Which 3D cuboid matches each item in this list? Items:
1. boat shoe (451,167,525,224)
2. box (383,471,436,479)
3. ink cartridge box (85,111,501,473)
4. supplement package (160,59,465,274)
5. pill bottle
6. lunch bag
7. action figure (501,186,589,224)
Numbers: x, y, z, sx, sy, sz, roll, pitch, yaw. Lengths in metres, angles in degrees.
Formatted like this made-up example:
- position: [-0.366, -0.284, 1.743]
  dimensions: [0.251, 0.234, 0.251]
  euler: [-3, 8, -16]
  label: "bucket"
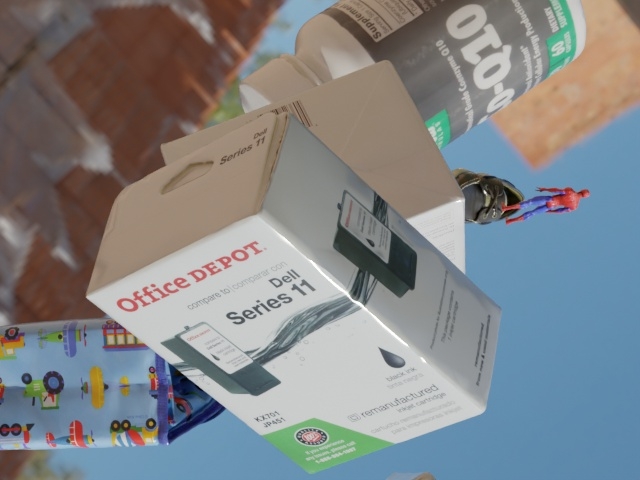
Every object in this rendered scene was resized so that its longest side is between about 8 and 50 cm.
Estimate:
- position: [0.240, -0.063, 2.484]
  dimensions: [0.073, 0.080, 0.223]
  euler: [10, -173, 24]
  label: "boat shoe"
- position: [0.110, 0.356, 2.108]
  dimensions: [0.094, 0.113, 0.275]
  euler: [-36, 175, -10]
  label: "box"
- position: [-0.014, 0.037, 1.024]
  dimensions: [0.153, 0.208, 0.087]
  euler: [-25, -144, 37]
  label: "ink cartridge box"
- position: [0.000, 0.000, 1.340]
  dimensions: [0.194, 0.203, 0.149]
  euler: [-20, -121, -7]
  label: "supplement package"
- position: [0.101, -0.201, 1.908]
  dimensions: [0.361, 0.204, 0.204]
  euler: [-34, -166, -12]
  label: "pill bottle"
- position: [-0.226, 0.154, 1.921]
  dimensions: [0.220, 0.138, 0.293]
  euler: [-4, 179, 16]
  label: "lunch bag"
- position: [0.297, -0.050, 2.224]
  dimensions: [0.115, 0.038, 0.030]
  euler: [-12, -158, 12]
  label: "action figure"
